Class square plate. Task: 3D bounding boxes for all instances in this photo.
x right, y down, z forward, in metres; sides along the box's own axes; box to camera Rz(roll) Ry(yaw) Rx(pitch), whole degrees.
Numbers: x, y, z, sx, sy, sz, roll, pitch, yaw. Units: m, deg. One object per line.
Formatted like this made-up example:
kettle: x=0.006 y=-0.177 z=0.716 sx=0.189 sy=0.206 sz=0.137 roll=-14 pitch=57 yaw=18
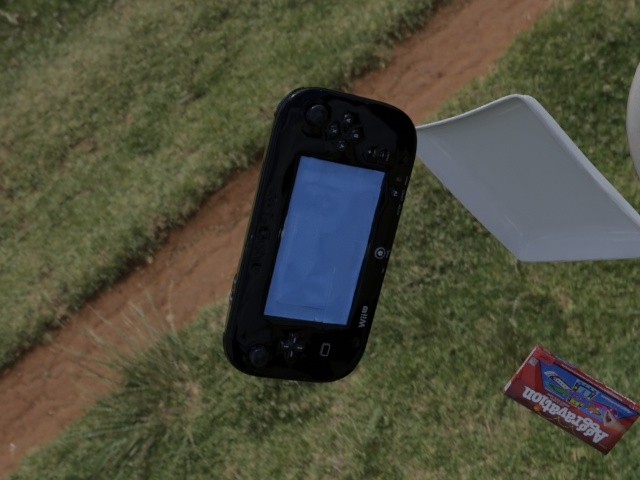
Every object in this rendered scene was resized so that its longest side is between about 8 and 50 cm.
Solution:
square plate: x=0.332 y=-0.093 z=1.378 sx=0.049 sy=0.347 sz=0.344 roll=-52 pitch=17 yaw=-17

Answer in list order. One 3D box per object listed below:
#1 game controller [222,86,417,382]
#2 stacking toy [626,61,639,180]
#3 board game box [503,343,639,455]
game controller: x=0.000 y=0.000 z=0.925 sx=0.067 sy=0.166 sz=0.319 roll=-132 pitch=55 yaw=-72
stacking toy: x=0.494 y=-0.218 z=0.766 sx=0.350 sy=0.351 sz=0.480 roll=8 pitch=50 yaw=27
board game box: x=0.579 y=0.368 z=1.970 sx=0.281 sy=0.145 sz=0.027 roll=31 pitch=22 yaw=0
